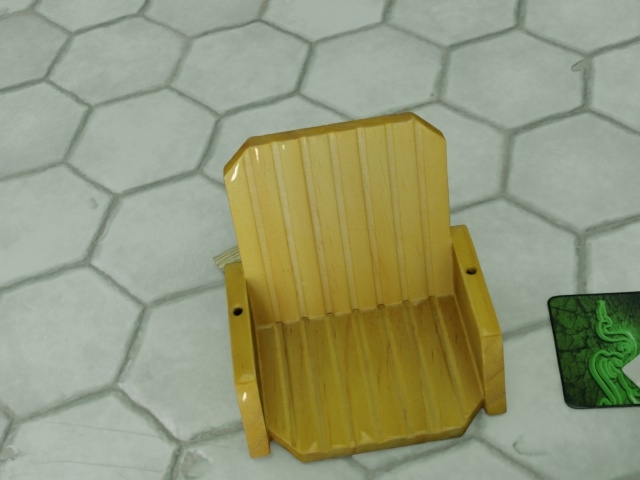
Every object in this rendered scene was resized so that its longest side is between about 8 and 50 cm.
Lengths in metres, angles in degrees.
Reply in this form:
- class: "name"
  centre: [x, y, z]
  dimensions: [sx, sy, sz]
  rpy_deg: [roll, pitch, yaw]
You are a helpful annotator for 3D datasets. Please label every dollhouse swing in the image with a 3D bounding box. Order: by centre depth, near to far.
- class: "dollhouse swing"
  centre: [0.047, 0.060, 1.225]
  dimensions: [0.347, 0.304, 0.315]
  rpy_deg: [-9, 48, -2]

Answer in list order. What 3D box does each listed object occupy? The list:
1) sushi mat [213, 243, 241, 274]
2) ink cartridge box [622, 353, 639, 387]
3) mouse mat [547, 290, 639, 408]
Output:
- class: "sushi mat"
  centre: [0.000, 0.000, 1.477]
  dimensions: [0.317, 0.019, 0.151]
  rpy_deg: [-30, 50, -16]
- class: "ink cartridge box"
  centre: [0.497, 0.186, 1.198]
  dimensions: [0.115, 0.067, 0.198]
  rpy_deg: [-33, 55, -19]
- class: "mouse mat"
  centre: [0.399, 0.146, 1.296]
  dimensions: [0.153, 0.007, 0.189]
  rpy_deg: [-4, 49, 5]
